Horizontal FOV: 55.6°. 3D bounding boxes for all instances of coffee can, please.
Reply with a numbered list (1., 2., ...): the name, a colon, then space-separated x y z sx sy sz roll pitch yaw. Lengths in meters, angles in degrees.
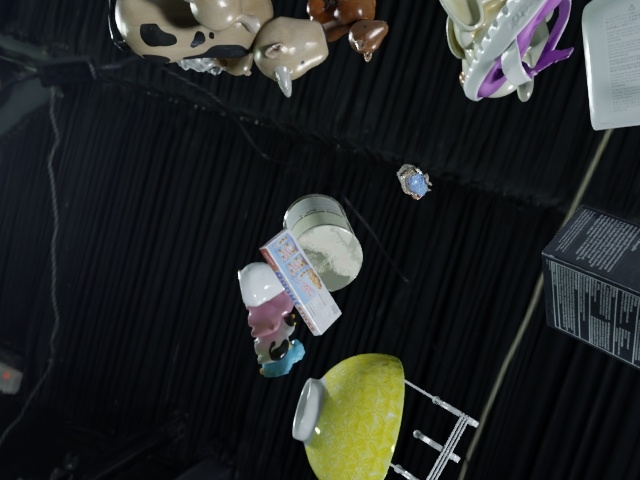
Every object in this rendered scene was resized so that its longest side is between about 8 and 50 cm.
1. coffee can: 0.000 0.000 1.775 0.201 0.202 0.275 15 -161 -13

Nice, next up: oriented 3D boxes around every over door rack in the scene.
1. over door rack: 0.236 0.513 1.676 0.324 0.240 0.108 31 168 7

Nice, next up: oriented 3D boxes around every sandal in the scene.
1. sandal: 0.300 -0.281 0.850 0.102 0.169 0.416 42 177 8

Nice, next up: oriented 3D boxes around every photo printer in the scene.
1. photo printer: 0.709 -0.409 1.323 0.107 0.308 0.256 -19 -168 -39

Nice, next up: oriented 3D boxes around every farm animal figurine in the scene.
1. farm animal figurine: -0.078 -0.245 0.626 0.326 0.172 0.330 -1 173 19

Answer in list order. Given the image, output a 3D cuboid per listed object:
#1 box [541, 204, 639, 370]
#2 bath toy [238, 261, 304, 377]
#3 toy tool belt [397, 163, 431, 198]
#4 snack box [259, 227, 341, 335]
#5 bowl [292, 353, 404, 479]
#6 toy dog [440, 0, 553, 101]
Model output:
1. box: 0.682 0.118 1.364 0.294 0.183 0.296 30 156 40
2. bath toy: -0.113 0.181 1.481 0.129 0.348 0.151 -11 -136 -5
3. toy tool belt: 0.183 -0.106 1.148 0.051 0.052 0.083 16 150 48
4. snack box: -0.031 0.070 1.026 0.022 0.178 0.064 -18 -163 48
5. bowl: 0.037 0.340 1.160 0.156 0.290 0.289 18 -175 -6
6. toy dog: 0.520 -0.555 1.718 0.395 0.284 0.408 63 -174 10
